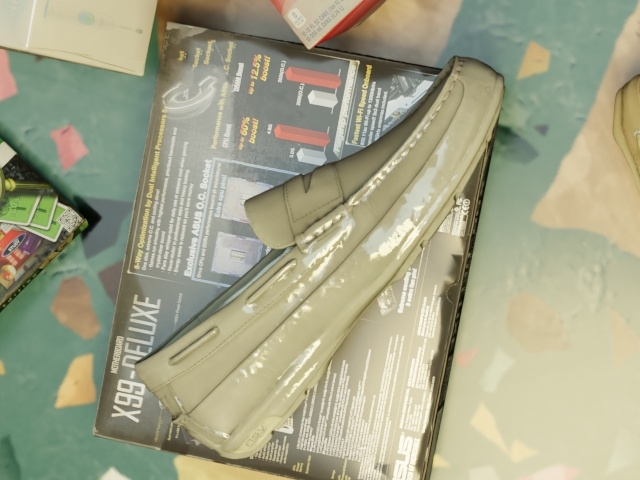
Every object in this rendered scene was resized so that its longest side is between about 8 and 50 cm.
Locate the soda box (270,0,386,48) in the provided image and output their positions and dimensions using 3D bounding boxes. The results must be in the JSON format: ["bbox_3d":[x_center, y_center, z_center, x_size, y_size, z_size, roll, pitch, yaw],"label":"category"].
[{"bbox_3d":[0.067,-0.245,1.239,0.263,0.083,0.092,-40,87,33],"label":"soda box"}]

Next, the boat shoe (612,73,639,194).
[{"bbox_3d":[0.291,0.015,1.274,0.103,0.113,0.302,-12,100,38],"label":"boat shoe"}]

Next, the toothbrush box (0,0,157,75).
[{"bbox_3d":[-0.246,-0.245,1.272,0.295,0.126,0.216,15,95,32],"label":"toothbrush box"}]

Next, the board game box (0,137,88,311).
[{"bbox_3d":[-0.309,0.033,1.358,0.136,0.030,0.260,42,80,7],"label":"board game box"}]

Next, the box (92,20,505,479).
[{"bbox_3d":[-0.015,0.015,1.327,0.242,0.076,0.308,10,93,8],"label":"box"}]

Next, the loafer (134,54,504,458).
[{"bbox_3d":[0.000,0.000,1.229,0.111,0.112,0.319,38,96,-4],"label":"loafer"}]
